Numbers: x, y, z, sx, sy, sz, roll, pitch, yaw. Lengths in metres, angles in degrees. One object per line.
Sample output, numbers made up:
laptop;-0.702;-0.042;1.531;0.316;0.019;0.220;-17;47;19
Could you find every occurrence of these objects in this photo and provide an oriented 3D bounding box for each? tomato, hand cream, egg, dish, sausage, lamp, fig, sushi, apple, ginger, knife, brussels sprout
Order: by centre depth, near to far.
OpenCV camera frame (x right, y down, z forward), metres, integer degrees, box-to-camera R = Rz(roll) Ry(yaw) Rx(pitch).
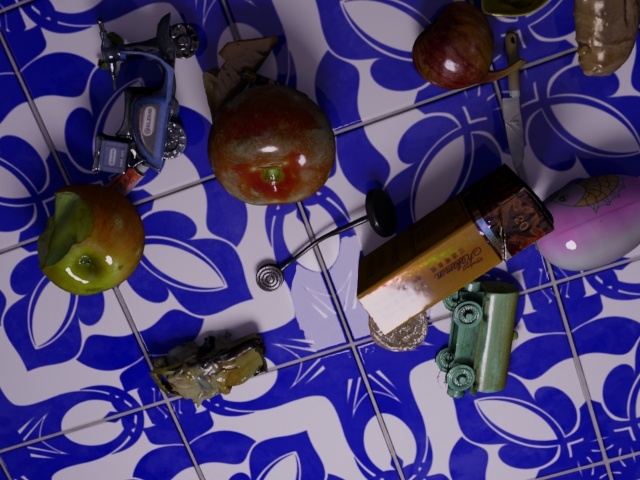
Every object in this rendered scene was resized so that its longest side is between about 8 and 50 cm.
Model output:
ginger;0.564;-0.489;1.470;0.190;0.126;0.354;-38;132;-15
dish;0.409;-0.541;1.517;0.207;0.080;0.149;-40;98;15
fig;0.298;-0.376;1.536;0.207;0.175;0.175;41;105;-18
tomato;-0.104;-0.209;1.566;0.270;0.223;0.270;-3;142;-3
knife;0.408;-0.295;1.580;0.047;0.017;0.298;-5;92;-21
sausage;-0.096;-0.328;1.592;0.198;0.028;0.025;15;146;-38
egg;0.592;-0.042;1.597;0.271;0.196;0.196;-20;105;-7
brussels sprout;-0.459;-0.415;1.635;0.051;0.046;0.083;20;117;-6
apple;-0.519;0.001;1.652;0.246;0.226;0.246;-1;126;-1
lamp;0.000;0.010;1.691;0.371;0.108;0.130;-25;104;11
hand cream;-0.474;-0.121;1.728;0.216;0.038;0.052;-38;73;17
sushi;-0.266;0.308;1.797;0.291;0.131;0.139;-17;128;2

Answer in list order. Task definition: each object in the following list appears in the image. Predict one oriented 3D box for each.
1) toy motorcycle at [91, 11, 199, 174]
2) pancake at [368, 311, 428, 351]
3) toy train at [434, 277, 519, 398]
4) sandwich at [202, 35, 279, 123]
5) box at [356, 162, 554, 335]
toy motorcycle;-0.384;-0.316;1.600;0.212;0.125;0.358;7;102;-14
pancake;0.188;0.196;1.777;0.151;0.025;0.152;1;106;5
toy train;0.370;0.231;1.722;0.189;0.126;0.307;4;106;2
sandwich;-0.190;-0.368;1.604;0.088;0.090;0.244;37;108;-11
box;0.275;0.010;1.593;0.415;0.264;0.116;-34;100;12
